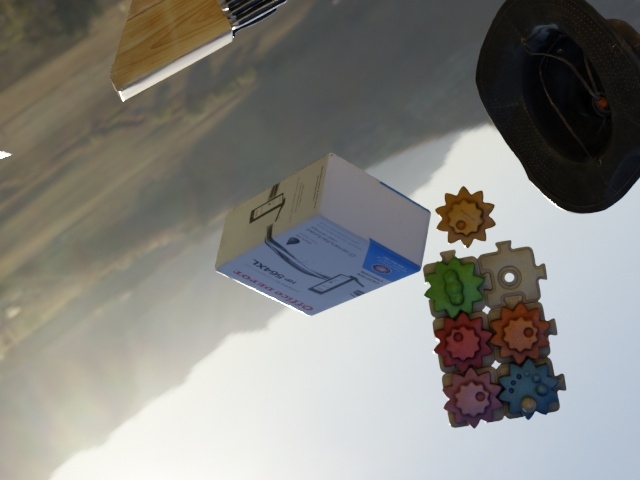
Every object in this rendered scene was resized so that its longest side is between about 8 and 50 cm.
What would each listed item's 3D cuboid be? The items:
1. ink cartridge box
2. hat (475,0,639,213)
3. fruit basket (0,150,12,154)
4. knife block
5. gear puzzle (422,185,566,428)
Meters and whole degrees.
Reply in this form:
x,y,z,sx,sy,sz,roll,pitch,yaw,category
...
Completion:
x,y,z,sx,sy,sz,roll,pitch,yaw,category
0.000,0.000,1.438,0.203,0.148,0.086,-28,-137,48,ink cartridge box
0.354,-0.205,1.688,0.134,0.331,0.331,-28,177,-25,hat
-0.512,-0.057,1.433,0.327,0.165,0.353,-21,-168,-8,fruit basket
-0.193,-0.339,2.081,0.088,0.242,0.276,123,-17,-84,knife block
0.234,0.090,1.781,0.175,0.339,0.044,-10,-178,7,gear puzzle
